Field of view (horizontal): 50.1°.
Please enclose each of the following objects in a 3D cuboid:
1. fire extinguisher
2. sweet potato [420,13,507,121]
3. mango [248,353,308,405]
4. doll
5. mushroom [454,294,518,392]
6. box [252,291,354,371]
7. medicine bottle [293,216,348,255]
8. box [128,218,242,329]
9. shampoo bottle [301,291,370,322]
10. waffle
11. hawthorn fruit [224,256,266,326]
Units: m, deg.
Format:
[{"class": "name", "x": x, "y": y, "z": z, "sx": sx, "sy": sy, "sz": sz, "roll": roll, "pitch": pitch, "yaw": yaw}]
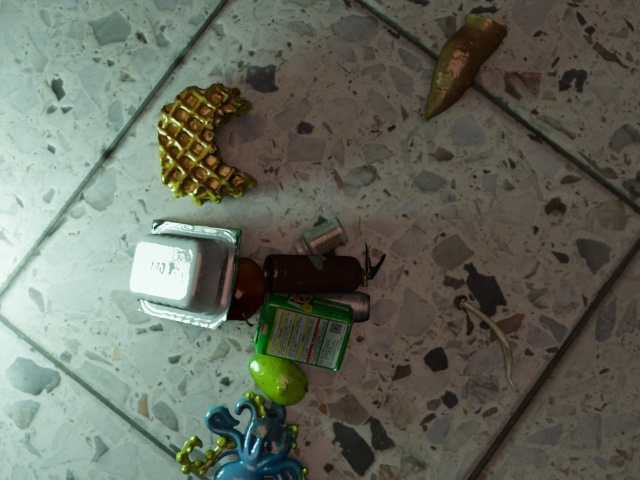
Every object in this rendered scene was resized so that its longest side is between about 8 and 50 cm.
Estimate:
[{"class": "fire extinguisher", "x": 0.023, "y": 0.072, "z": 1.829, "sx": 0.343, "sy": 0.102, "sz": 0.138, "roll": 1, "pitch": 88, "yaw": -24}, {"class": "sweet potato", "x": 0.373, "y": -0.478, "z": 1.891, "sx": 0.131, "sy": 0.131, "sz": 0.337, "roll": 36, "pitch": 85, "yaw": 2}, {"class": "mango", "x": -0.116, "y": 0.370, "z": 1.841, "sx": 0.178, "sy": 0.100, "sz": 0.119, "roll": 33, "pitch": 89, "yaw": 9}, {"class": "doll", "x": -0.192, "y": 0.591, "z": 1.838, "sx": 0.346, "sy": 0.099, "sz": 0.341, "roll": 33, "pitch": 74, "yaw": -3}, {"class": "mushroom", "x": 0.475, "y": 0.273, "z": 1.884, "sx": 0.068, "sy": 0.043, "sz": 0.306, "roll": -37, "pitch": 88, "yaw": 15}, {"class": "box", "x": -0.044, "y": 0.239, "z": 1.818, "sx": 0.249, "sy": 0.103, "sz": 0.180, "roll": 14, "pitch": 113, "yaw": -4}, {"class": "medicine bottle", "x": 0.000, "y": 0.000, "z": 1.875, "sx": 0.140, "sy": 0.079, "sz": 0.079, "roll": -28, "pitch": 87, "yaw": -3}, {"class": "box", "x": -0.375, "y": 0.078, "z": 1.778, "sx": 0.336, "sy": 0.106, "sz": 0.265, "roll": 7, "pitch": 84, "yaw": 32}, {"class": "shampoo bottle", "x": 0.018, "y": 0.179, "z": 1.878, "sx": 0.233, "sy": 0.049, "sz": 0.087, "roll": 2, "pitch": 87, "yaw": 0}, {"class": "waffle", "x": -0.308, "y": -0.263, "z": 1.861, "sx": 0.260, "sy": 0.151, "sz": 0.325, "roll": -3, "pitch": 85, "yaw": -4}, {"class": "hawthorn fruit", "x": -0.213, "y": 0.146, "z": 1.816, "sx": 0.156, "sy": 0.157, "sz": 0.194, "roll": -20, "pitch": 58, "yaw": -2}]
